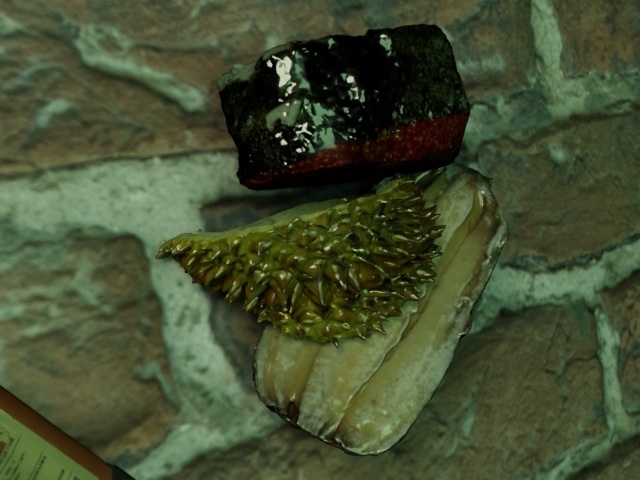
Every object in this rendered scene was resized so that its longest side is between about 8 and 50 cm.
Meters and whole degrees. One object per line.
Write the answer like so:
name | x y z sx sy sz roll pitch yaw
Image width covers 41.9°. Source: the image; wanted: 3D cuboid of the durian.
durian | 0.000 0.000 0.692 0.252 0.139 0.144 -24 139 -18

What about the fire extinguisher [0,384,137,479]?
fire extinguisher | -0.281 0.139 0.511 0.376 0.113 0.200 47 63 -24

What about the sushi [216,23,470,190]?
sushi | 0.026 -0.118 0.730 0.225 0.136 0.126 -10 88 -35

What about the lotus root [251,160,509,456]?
lotus root | 0.060 0.049 0.779 0.167 0.078 0.329 36 60 4
